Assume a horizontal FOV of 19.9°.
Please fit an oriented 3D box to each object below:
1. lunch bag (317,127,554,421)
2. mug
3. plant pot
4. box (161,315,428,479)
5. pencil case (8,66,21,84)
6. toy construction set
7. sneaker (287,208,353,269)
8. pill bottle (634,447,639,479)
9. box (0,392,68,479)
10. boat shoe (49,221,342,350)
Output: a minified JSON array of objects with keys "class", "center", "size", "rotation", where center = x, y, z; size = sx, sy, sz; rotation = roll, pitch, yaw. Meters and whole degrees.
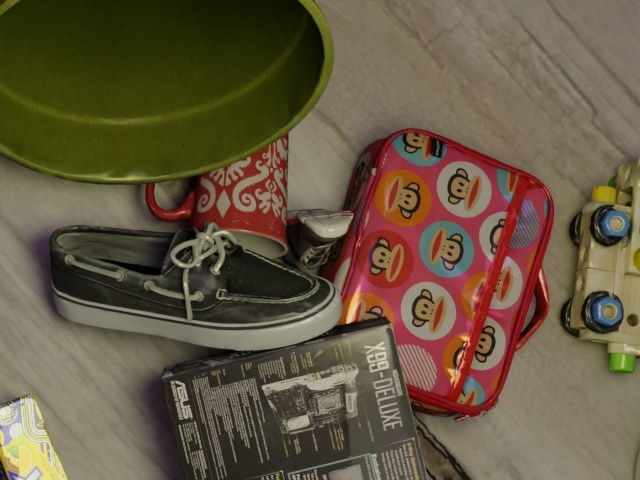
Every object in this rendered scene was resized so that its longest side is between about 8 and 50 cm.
[{"class":"lunch bag","center":[0.134,0.045,2.011],"size":[0.258,0.120,0.293],"rotation":[22,76,-16]},{"class":"mug","center":[-0.099,-0.078,1.957],"size":[0.150,0.113,0.169],"rotation":[16,70,-33]},{"class":"plant pot","center":[-0.193,-0.304,1.852],"size":[0.367,0.366,0.353],"rotation":[1,58,-18]},{"class":"box","center":[-0.012,0.253,1.876],"size":[0.242,0.076,0.307],"rotation":[-14,93,-2]},{"class":"pencil case","center":[-0.408,-0.212,1.903],"size":[0.098,0.095,0.209],"rotation":[-42,91,-4]},{"class":"toy construction set","center":[0.397,0.038,2.086],"size":[0.215,0.151,0.327],"rotation":[10,65,-16]},{"class":"sneaker","center":[0.000,0.000,1.956],"size":[0.061,0.158,0.064],"rotation":[-2,94,-11]},{"class":"pill bottle","center":[0.513,0.286,2.054],"size":[0.283,0.161,0.161],"rotation":[5,78,-17]},{"class":"box","center":[-0.293,0.246,1.862],"size":[0.059,0.054,0.169],"rotation":[-21,87,-20]},{"class":"boat shoe","center":[-0.130,0.033,1.867],"size":[0.306,0.105,0.113],"rotation":[8,36,15]}]
